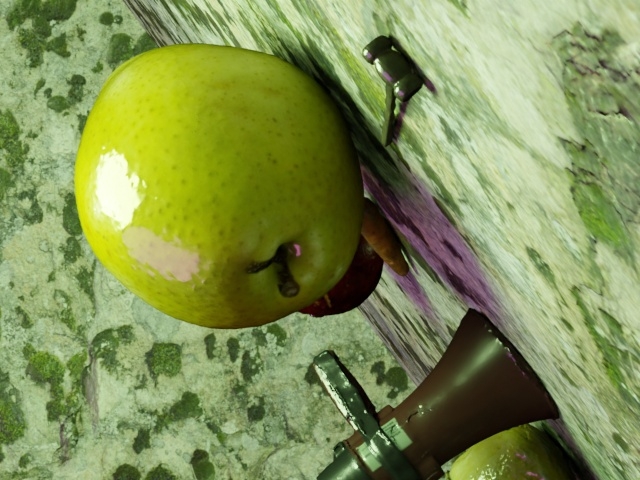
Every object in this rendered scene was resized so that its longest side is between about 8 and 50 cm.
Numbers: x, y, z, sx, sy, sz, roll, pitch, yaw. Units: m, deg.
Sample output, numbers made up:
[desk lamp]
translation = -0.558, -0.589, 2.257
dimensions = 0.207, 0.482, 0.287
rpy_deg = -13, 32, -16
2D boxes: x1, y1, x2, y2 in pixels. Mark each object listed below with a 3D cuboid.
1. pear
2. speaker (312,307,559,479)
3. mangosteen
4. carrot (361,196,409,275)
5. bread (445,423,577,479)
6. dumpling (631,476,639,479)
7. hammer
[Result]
[pear]
translation = -0.128, -0.074, 1.327
dimensions = 0.418, 0.362, 0.362
rpy_deg = 44, 171, 42
[speaker]
translation = 0.122, 0.225, 1.450
dimensions = 0.259, 0.330, 0.198
rpy_deg = 58, 176, 11
[mangosteen]
translation = 0.000, 0.000, 1.739
dimensions = 0.215, 0.215, 0.257
rpy_deg = -138, 47, -66
[carrot]
translation = 0.097, -0.002, 1.611
dimensions = 0.191, 0.047, 0.047
rpy_deg = 50, 178, -40
[bread]
translation = 0.306, 0.376, 1.600
dimensions = 0.197, 0.170, 0.197
rpy_deg = 48, -167, -14
[dumpling]
translation = 0.348, 0.302, 1.040
dimensions = 0.136, 0.118, 0.199
rpy_deg = 53, -163, 23
[hammer]
translation = 0.068, -0.133, 1.034
dimensions = 0.058, 0.029, 0.292
rpy_deg = 54, 177, 7
